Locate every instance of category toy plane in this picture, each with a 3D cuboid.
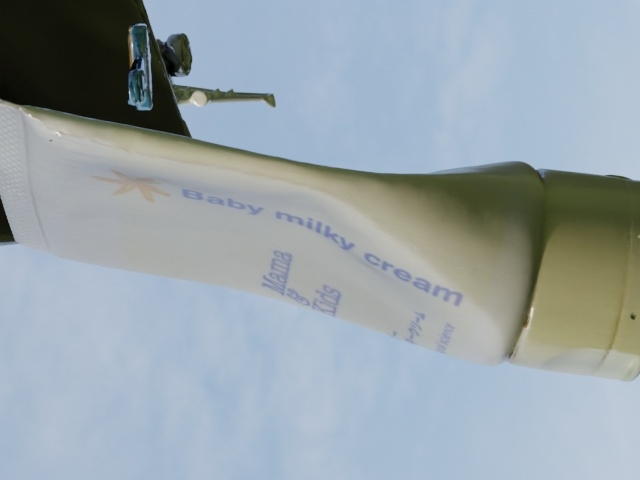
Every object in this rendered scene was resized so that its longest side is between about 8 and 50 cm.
[{"bbox_3d":[-0.177,-0.134,1.451,0.255,0.251,0.101,-29,-65,-76],"label":"toy plane"}]

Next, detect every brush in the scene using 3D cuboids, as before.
[{"bbox_3d":[-0.104,-0.095,0.914,0.164,0.014,0.051,-117,22,-78],"label":"brush"}]

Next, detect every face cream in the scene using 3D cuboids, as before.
[{"bbox_3d":[0.000,0.000,0.549,0.114,0.224,0.070,100,178,-65],"label":"face cream"}]

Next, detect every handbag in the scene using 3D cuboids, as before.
[{"bbox_3d":[-0.206,-0.106,1.085,0.247,0.080,0.223,-13,-96,-46],"label":"handbag"}]
